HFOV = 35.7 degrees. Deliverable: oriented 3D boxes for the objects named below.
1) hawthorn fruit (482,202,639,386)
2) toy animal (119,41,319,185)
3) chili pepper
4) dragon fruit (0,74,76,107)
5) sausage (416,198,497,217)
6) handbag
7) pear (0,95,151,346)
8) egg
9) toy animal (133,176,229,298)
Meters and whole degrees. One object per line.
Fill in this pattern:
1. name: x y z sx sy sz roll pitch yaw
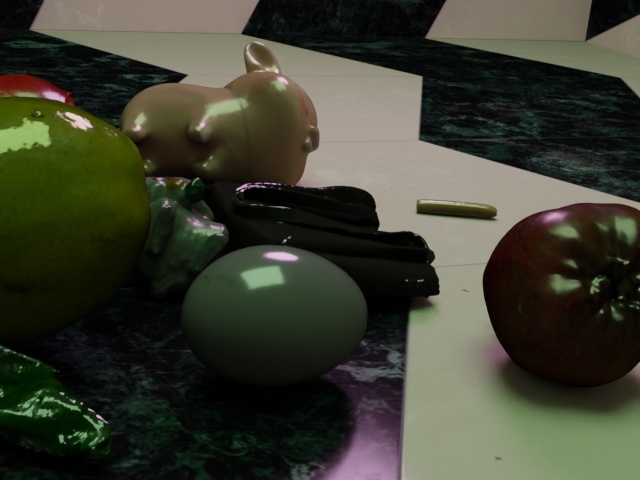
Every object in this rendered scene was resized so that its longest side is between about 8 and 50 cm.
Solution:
1. hawthorn fruit: 0.267 0.057 1.108 0.208 0.208 0.248 -3 -2 -21
2. toy animal: -0.162 -0.178 1.643 0.326 0.237 0.269 8 31 16
3. chili pepper: -0.283 0.153 0.897 0.216 0.062 0.108 15 29 24
4. dragon fruit: -0.455 -0.135 1.443 0.227 0.224 0.224 -3 20 5
5. sausage: 0.222 -0.052 1.619 0.132 0.024 0.024 4 20 2
6. handbag: 0.000 0.000 1.317 0.257 0.113 0.285 3 19 -25
7. pear: -0.326 -0.016 1.002 0.307 0.252 0.253 -20 30 -33
8. egg: -0.045 0.078 1.025 0.199 0.146 0.146 4 19 -20
9. toy animal: -0.197 -0.031 1.301 0.127 0.125 0.251 -28 25 0
